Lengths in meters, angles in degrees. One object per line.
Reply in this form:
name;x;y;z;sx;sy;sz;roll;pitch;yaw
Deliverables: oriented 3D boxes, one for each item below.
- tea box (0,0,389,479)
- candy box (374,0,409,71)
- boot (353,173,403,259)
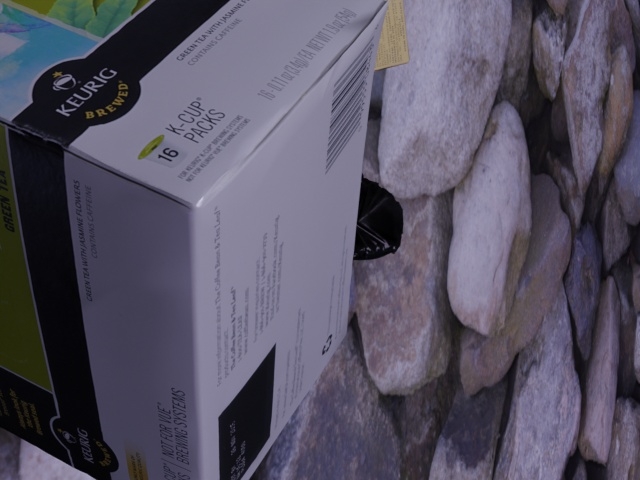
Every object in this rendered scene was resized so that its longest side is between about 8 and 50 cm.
tea box;-0.156;-0.029;0.703;0.220;0.323;0.329;-53;160;-39
candy box;-0.070;-0.187;1.020;0.316;0.183;0.087;-26;112;-51
boot;0.000;0.000;1.112;0.246;0.207;0.094;37;63;-50
